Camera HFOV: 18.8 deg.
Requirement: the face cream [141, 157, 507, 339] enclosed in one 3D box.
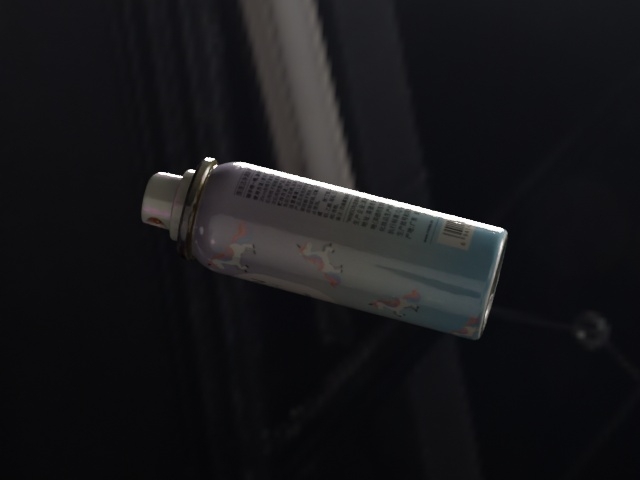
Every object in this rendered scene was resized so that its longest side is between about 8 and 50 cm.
[{"bbox_3d":[0.000,0.000,1.226,0.075,0.229,0.075,15,-90,-82],"label":"face cream"}]
